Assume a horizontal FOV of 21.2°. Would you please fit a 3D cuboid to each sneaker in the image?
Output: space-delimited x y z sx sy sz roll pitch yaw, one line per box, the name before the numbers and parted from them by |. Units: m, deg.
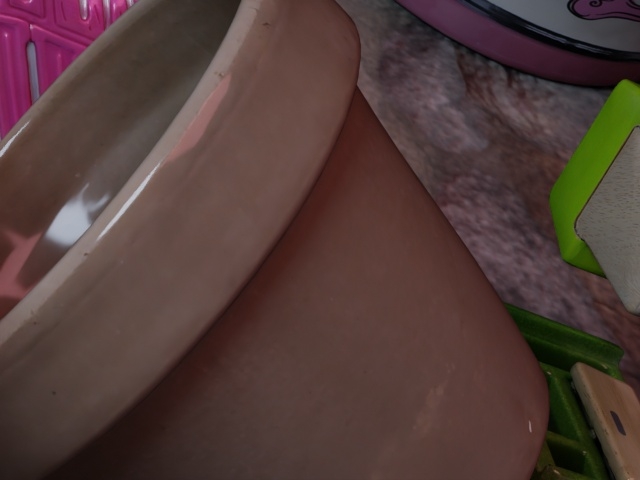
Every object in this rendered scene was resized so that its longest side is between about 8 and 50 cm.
sneaker | -0.135 -0.103 0.897 0.252 0.103 0.111 1 12 -17

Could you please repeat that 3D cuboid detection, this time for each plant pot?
plant pot | -0.032 0.040 0.727 0.229 0.263 0.263 42 35 -21

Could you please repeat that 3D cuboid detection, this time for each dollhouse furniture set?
dollhouse furniture set | 0.254 0.071 0.882 0.302 0.197 0.151 20 25 -20

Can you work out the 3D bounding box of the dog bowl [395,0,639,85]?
dog bowl | 0.157 -0.278 1.235 0.408 0.150 0.408 19 41 -18
